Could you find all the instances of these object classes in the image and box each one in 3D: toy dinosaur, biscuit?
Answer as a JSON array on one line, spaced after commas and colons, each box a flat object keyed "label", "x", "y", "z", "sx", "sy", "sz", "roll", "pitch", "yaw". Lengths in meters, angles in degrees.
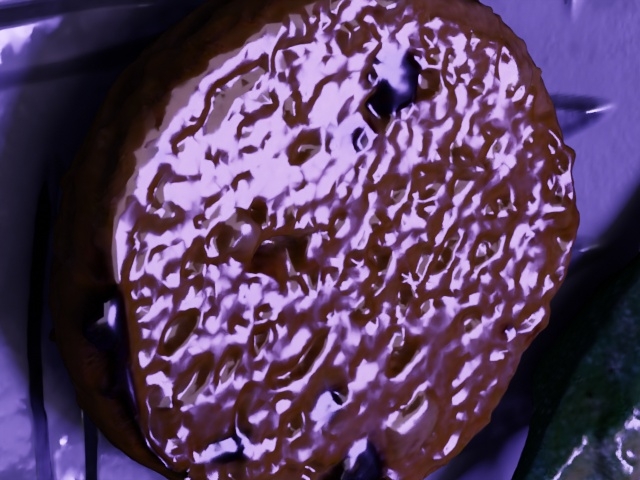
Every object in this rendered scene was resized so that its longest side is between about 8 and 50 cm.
[{"label": "toy dinosaur", "x": 0.169, "y": 0.025, "z": 1.097, "sx": 0.447, "sy": 0.087, "sz": 0.301, "roll": -36, "pitch": 126, "yaw": -34}, {"label": "biscuit", "x": -0.001, "y": -0.001, "z": 0.949, "sx": 0.296, "sy": 0.075, "sz": 0.296, "roll": -16, "pitch": 118, "yaw": -32}]
